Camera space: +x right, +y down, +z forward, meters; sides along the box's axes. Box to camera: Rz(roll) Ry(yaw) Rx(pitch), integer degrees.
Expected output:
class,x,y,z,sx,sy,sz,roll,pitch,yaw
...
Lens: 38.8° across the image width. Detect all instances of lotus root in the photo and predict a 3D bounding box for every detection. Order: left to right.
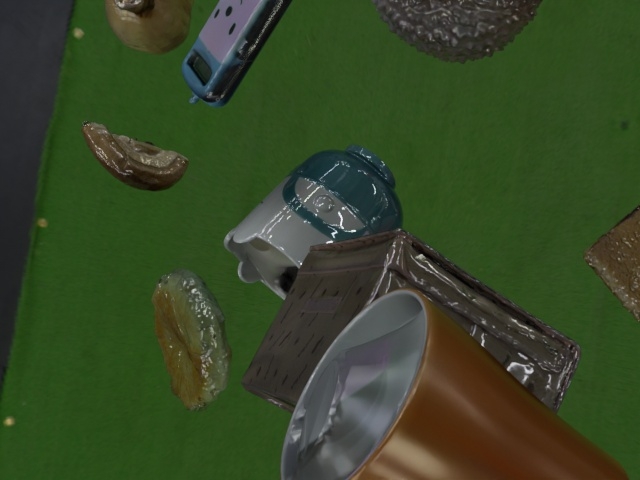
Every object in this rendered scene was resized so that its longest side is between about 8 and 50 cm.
class,x,y,z,sx,sy,sz,roll,pitch,yaw
lotus root,-0.135,-0.185,0.718,0.062,0.150,0.073,4,94,2

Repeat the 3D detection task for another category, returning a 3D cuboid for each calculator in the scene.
class,x,y,z,sx,sy,sz,roll,pitch,yaw
calculator,-0.141,-0.352,1.518,0.051,0.173,0.293,24,108,-36

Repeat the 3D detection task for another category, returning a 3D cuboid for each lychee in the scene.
class,x,y,z,sx,sy,sz,roll,pitch,yaw
lychee,0.280,-0.559,1.840,0.381,0.432,0.380,8,115,17

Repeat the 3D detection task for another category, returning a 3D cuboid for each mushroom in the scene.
class,x,y,z,sx,sy,sz,roll,pitch,yaw
mushroom,-0.339,-0.143,1.647,0.072,0.210,0.094,-47,42,31

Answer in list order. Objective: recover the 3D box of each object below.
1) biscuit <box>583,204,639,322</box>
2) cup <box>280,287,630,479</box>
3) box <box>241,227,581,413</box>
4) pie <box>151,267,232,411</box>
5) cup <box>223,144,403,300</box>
class,x,y,z,sx,sy,sz,roll,pitch,yaw
biscuit,0.464,0.016,1.255,0.237,0.026,0.131,-32,80,-36
cup,0.095,0.187,0.702,0.264,0.182,0.226,33,79,-16
box,0.077,0.132,0.954,0.225,0.297,0.190,31,79,-13
pie,-0.253,0.194,1.776,0.071,0.306,0.306,-9,85,-27
cup,0.000,0.000,1.544,0.219,0.289,0.257,38,70,15
